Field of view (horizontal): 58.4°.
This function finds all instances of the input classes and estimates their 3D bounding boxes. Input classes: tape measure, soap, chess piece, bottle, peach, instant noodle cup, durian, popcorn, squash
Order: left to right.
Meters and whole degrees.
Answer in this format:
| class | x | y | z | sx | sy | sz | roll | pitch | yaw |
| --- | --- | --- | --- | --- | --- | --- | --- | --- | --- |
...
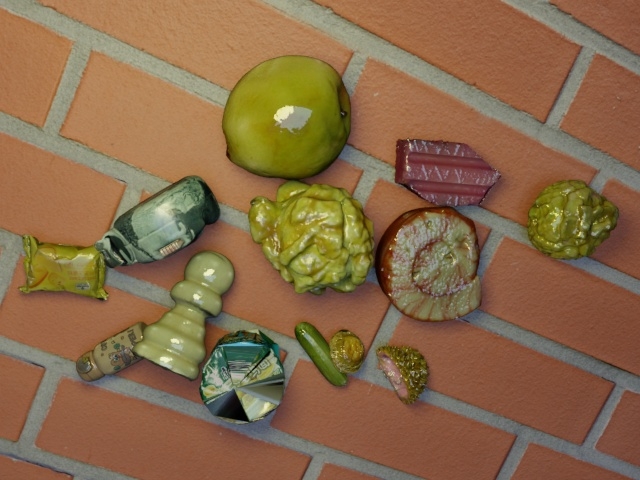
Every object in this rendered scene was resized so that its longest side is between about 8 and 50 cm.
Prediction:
| class | x | y | z | sx | sy | sz | roll | pitch | yaw |
| --- | --- | --- | --- | --- | --- | --- | --- | --- | --- |
| bottle | -0.559 | 0.308 | 1.551 | 0.209 | 0.110 | 0.097 | -28 | 73 | -3 |
| tape measure | -0.385 | -0.046 | 1.433 | 0.275 | 0.256 | 0.147 | -23 | 107 | 24 |
| chess piece | -0.338 | 0.182 | 1.505 | 0.182 | 0.182 | 0.330 | 28 | 71 | -13 |
| instant noodle cup | -0.215 | 0.358 | 1.577 | 0.241 | 0.178 | 0.240 | -2 | 101 | -8 |
| peach | -0.081 | -0.293 | 1.414 | 0.316 | 0.281 | 0.313 | 1 | 107 | 1 |
| popcorn | -0.003 | -0.007 | 1.482 | 0.279 | 0.274 | 0.335 | -3 | 135 | 29 |
| squash | 0.005 | 0.332 | 1.662 | 0.069 | 0.069 | 0.238 | -34 | 104 | 0 |
| durian | 0.247 | 0.395 | 1.694 | 0.132 | 0.165 | 0.182 | -14 | 79 | 25 |
| soap | 0.353 | -0.186 | 1.584 | 0.290 | 0.112 | 0.182 | 3 | 102 | -9 |
| popcorn | 0.720 | -0.057 | 1.622 | 0.260 | 0.212 | 0.258 | 0 | 106 | -2 |

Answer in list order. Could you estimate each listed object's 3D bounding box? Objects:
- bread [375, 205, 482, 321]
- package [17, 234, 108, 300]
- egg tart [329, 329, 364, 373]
| class | x | y | z | sx | sy | sz | roll | pitch | yaw |
| --- | --- | --- | --- | --- | --- | --- | --- | --- | --- |
| bread | 0.308 | 0.068 | 1.630 | 0.296 | 0.114 | 0.327 | -7 | 103 | -6 |
| package | -0.669 | 0.073 | 1.496 | 0.227 | 0.090 | 0.168 | 5 | 103 | -12 |
| egg tart | 0.081 | 0.320 | 1.650 | 0.131 | 0.052 | 0.130 | 13 | 65 | -30 |
